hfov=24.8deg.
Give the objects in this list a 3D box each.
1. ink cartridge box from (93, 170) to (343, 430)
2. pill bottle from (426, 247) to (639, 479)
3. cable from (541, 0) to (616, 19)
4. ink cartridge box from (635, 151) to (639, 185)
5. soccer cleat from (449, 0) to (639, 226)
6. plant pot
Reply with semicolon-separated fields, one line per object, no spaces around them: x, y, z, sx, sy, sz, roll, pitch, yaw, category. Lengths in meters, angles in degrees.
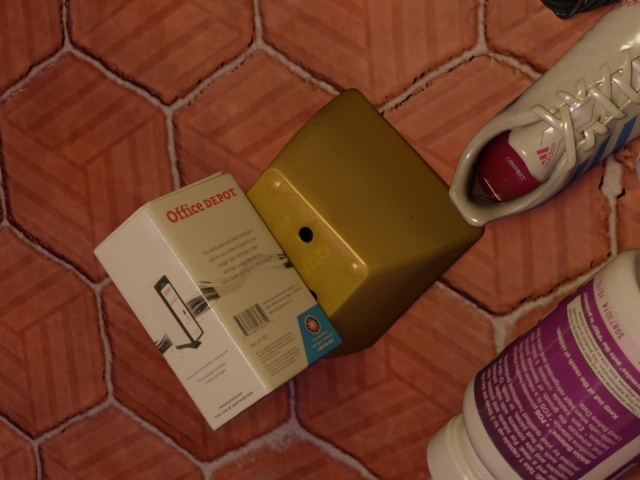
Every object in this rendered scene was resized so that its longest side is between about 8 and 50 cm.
-0.093;0.052;1.358;0.086;0.148;0.203;-37;85;32;ink cartridge box
0.247;0.157;1.416;0.169;0.169;0.301;50;119;7;pill bottle
0.254;-0.297;1.362;0.150;0.047;0.184;13;107;19;cable
0.398;0.012;1.273;0.189;0.066;0.232;-11;71;-2;ink cartridge box
0.251;-0.122;1.346;0.116;0.143;0.331;47;121;2;soccer cleat
0.000;0.000;1.490;0.212;0.187;0.212;48;119;9;plant pot
